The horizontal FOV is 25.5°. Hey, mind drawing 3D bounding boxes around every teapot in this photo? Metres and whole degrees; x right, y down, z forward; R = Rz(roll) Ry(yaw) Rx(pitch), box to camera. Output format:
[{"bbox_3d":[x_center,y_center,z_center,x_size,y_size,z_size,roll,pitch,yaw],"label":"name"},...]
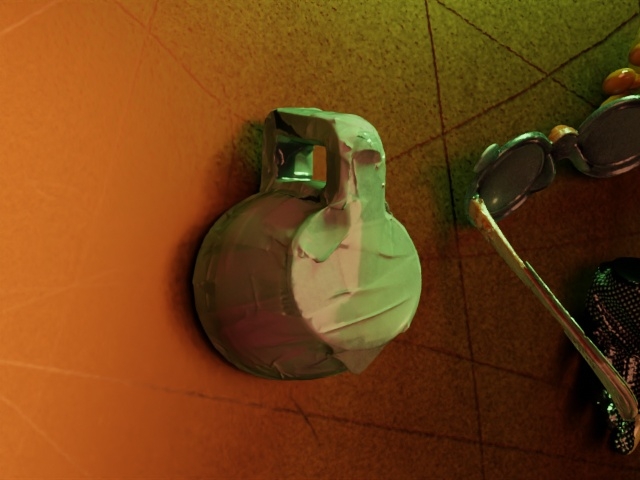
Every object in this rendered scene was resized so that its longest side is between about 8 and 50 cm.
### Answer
[{"bbox_3d":[0.011,0.008,1.160,0.163,0.178,0.221,30,74,-22],"label":"teapot"}]

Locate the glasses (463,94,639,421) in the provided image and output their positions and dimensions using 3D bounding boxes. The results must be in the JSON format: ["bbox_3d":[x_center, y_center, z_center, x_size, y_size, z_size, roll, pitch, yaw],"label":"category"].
[{"bbox_3d":[0.282,-0.003,1.254,0.234,0.118,0.268,-21,55,-20],"label":"glasses"}]

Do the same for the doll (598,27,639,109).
[{"bbox_3d":[0.373,-0.155,1.381,0.221,0.143,0.135,5,57,-31],"label":"doll"}]

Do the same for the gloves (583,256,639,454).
[{"bbox_3d":[0.305,0.117,1.355,0.129,0.106,0.180,6,114,-19],"label":"gloves"}]
